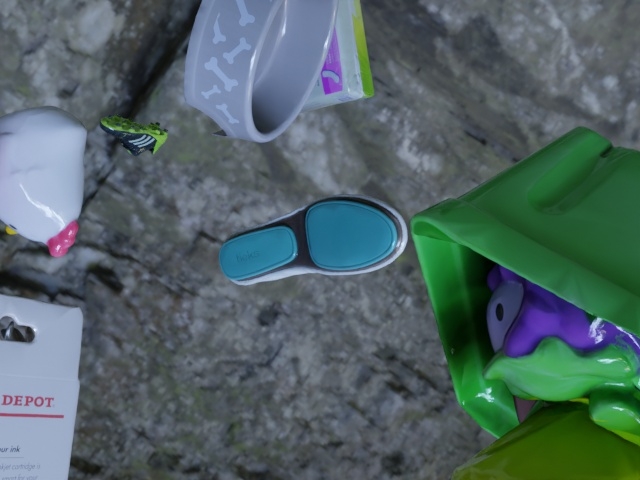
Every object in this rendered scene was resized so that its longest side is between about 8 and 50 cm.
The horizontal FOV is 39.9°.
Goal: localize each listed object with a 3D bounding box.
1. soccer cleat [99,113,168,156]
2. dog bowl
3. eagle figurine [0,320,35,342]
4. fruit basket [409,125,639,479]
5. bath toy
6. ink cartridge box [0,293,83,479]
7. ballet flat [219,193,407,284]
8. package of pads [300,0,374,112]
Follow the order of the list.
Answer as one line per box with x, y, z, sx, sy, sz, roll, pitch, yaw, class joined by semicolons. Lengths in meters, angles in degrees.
-0.375;-0.204;1.750;0.060;0.072;0.179;42;-161;24;soccer cleat
-0.080;-0.314;1.399;0.102;0.349;0.349;25;174;14;dog bowl
-0.558;0.268;1.346;0.225;0.298;0.226;59;169;2;eagle figurine
0.188;0.154;0.702;0.283;0.392;0.392;33;177;33;fruit basket
-0.316;-0.034;0.669;0.348;0.151;0.129;-10;-100;-59;bath toy
-0.358;0.226;0.849;0.119;0.354;0.207;-1;168;33;ink cartridge box
0.000;0.000;1.536;0.400;0.139;0.139;-12;146;36;ballet flat
-0.031;-0.400;1.701;0.229;0.297;0.101;-7;-178;39;package of pads
